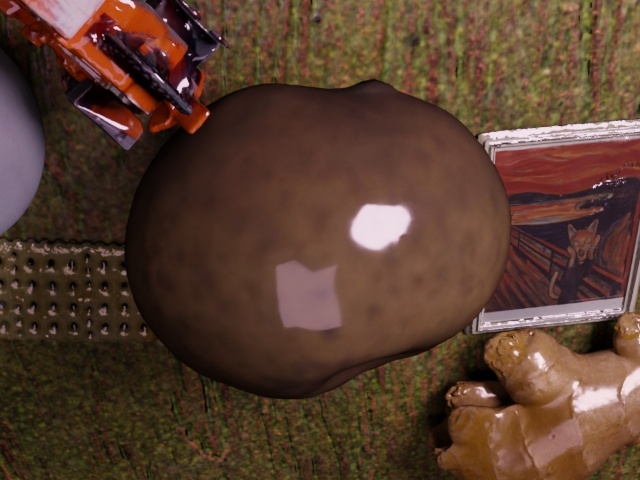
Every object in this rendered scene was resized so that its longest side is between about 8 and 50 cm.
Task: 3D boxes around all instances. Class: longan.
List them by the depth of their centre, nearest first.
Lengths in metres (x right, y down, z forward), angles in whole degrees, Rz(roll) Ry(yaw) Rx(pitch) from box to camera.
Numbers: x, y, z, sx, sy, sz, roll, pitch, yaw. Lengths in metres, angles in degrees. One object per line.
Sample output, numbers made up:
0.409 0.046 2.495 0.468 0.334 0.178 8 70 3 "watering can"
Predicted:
0.000 0.000 0.766 0.350 0.288 0.288 -8 123 -9 "longan"

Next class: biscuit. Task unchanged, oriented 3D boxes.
-0.291 0.059 0.913 0.231 0.016 0.139 2 121 -10 "biscuit"

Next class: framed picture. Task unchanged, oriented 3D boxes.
0.273 -0.006 0.944 0.216 0.016 0.273 -6 123 -3 "framed picture"

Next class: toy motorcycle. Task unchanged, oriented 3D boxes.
-0.223 -0.205 0.635 0.148 0.221 0.325 -48 123 -1 "toy motorcycle"

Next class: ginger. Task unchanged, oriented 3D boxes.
0.307 0.178 1.032 0.375 0.166 0.236 -41 88 -4 "ginger"

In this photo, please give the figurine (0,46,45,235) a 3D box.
-0.428 -0.042 0.723 0.381 0.205 0.224 -28 130 13 "figurine"
